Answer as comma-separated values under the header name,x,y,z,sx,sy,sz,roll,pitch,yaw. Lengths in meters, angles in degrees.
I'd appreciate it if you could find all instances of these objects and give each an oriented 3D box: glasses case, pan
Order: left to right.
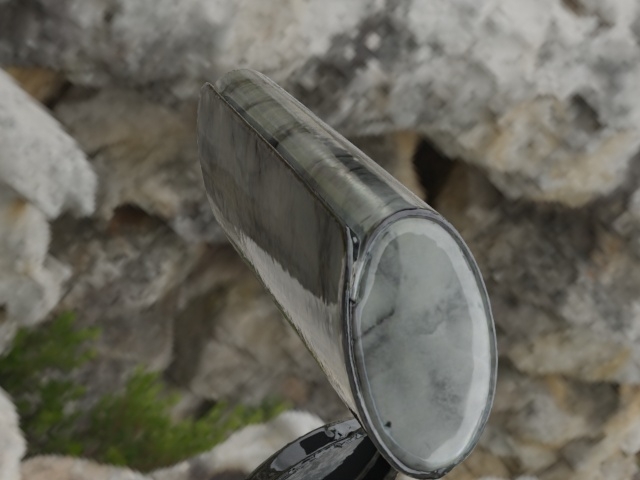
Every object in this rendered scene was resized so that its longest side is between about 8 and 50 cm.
name,x,y,z,sx,sy,sz,roll,pitch,yaw
glasses case,0.000,0.000,0.681,0.060,0.114,0.299,-15,20,-11
pan,0.016,0.121,0.864,0.136,0.235,0.028,-11,57,-40
